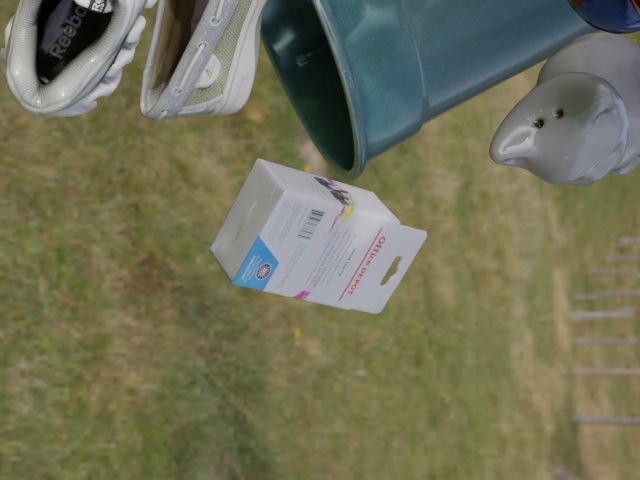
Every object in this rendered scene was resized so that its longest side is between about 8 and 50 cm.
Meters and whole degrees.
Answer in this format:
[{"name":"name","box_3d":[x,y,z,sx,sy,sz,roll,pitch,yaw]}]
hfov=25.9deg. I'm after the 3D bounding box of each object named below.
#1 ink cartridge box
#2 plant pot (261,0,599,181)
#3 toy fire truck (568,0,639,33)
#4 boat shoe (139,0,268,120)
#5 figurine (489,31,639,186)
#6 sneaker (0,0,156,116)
[{"name":"ink cartridge box","box_3d":[0.000,0.000,1.309,0.181,0.061,0.104,15,114,-38]},{"name":"plant pot","box_3d":[0.115,-0.282,1.476,0.341,0.334,0.341,157,-90,-80]},{"name":"toy fire truck","box_3d":[0.210,-0.162,0.509,0.169,0.254,0.302,51,3,-20]},{"name":"boat shoe","box_3d":[-0.113,-0.255,1.338,0.118,0.103,0.320,52,-37,37]},{"name":"figurine","box_3d":[0.196,-0.098,0.749,0.092,0.215,0.209,61,21,1]},{"name":"sneaker","box_3d":[-0.138,-0.213,0.954,0.118,0.110,0.292,-94,-152,-77]}]
